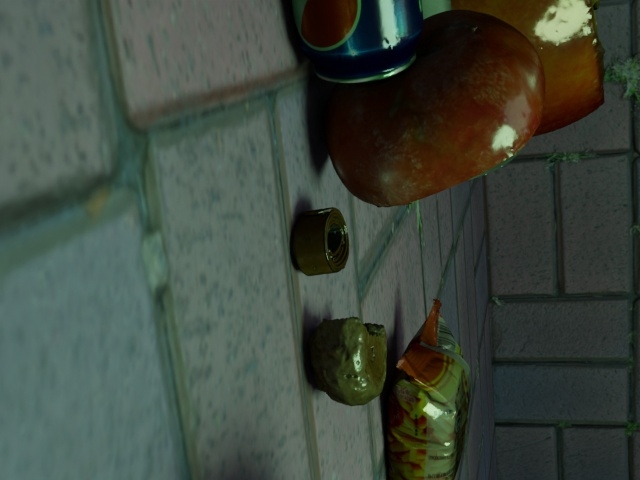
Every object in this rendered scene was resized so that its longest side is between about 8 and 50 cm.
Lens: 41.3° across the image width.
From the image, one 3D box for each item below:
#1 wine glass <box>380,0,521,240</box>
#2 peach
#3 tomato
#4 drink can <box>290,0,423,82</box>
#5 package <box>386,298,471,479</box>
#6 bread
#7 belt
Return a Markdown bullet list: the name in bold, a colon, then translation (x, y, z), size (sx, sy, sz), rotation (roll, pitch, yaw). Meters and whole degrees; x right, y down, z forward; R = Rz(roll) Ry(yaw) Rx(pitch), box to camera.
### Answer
- **wine glass**: translation (0.080, -0.190, 1.045), size (0.096, 0.264, 0.310), rotation (-4, 68, -42)
- **peach**: translation (0.265, -0.340, 1.281), size (0.406, 0.309, 0.335), rotation (53, 33, -54)
- **tomato**: translation (0.097, -0.142, 0.819), size (0.095, 0.236, 0.237), rotation (57, 31, -33)
- **drink can**: translation (0.025, -0.245, 0.725), size (0.118, 0.118, 0.205), rotation (-70, 153, -54)
- **package**: translation (0.147, 0.249, 1.150), size (0.223, 0.108, 0.288), rotation (-50, 139, -66)
- **bread**: translation (0.025, 0.113, 0.795), size (0.113, 0.060, 0.082), rotation (35, 54, -69)
- **belt**: translation (0.000, 0.000, 0.764), size (0.083, 0.036, 0.059), rotation (-44, 124, -70)
